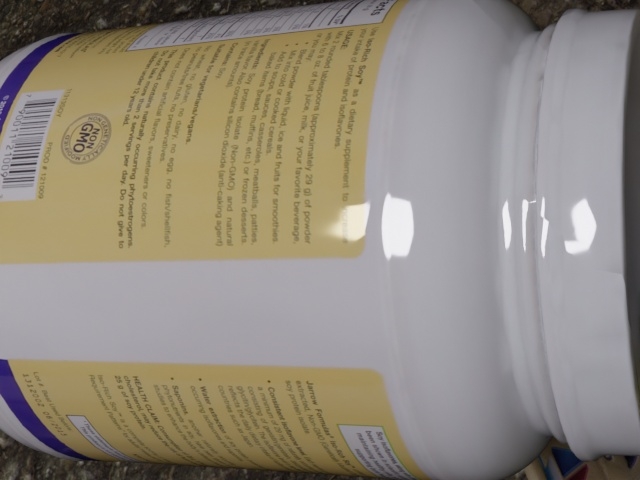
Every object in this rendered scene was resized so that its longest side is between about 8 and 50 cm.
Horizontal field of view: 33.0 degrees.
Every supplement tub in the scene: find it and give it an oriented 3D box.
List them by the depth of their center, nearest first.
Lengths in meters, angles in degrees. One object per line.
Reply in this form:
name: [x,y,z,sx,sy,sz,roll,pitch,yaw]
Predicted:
supplement tub: [0.000,0.000,0.557,0.241,0.331,0.241,-1,-90,-67]

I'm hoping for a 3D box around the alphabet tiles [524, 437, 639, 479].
alphabet tiles: [0.244,0.098,0.737,0.342,0.011,0.285,-23,-92,-41]
